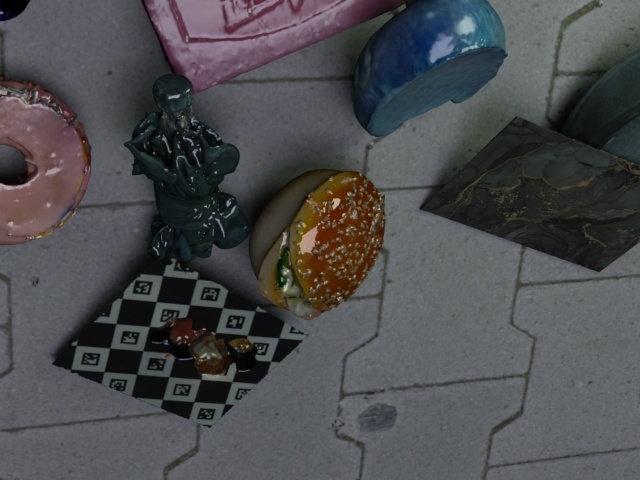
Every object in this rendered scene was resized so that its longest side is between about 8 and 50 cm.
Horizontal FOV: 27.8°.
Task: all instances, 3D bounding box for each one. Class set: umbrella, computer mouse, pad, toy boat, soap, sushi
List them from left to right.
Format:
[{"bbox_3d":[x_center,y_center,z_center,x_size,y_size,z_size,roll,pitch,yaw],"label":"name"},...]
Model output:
[{"bbox_3d":[-0.206,0.143,1.927,0.290,0.050,0.264,29,119,-32],"label":"sushi"},{"bbox_3d":[-0.177,-0.086,1.716,0.143,0.094,0.349,-27,150,-18],"label":"umbrella"},{"bbox_3d":[-0.060,-0.363,1.660,0.359,0.128,0.233,-24,120,-6],"label":"soap"},{"bbox_3d":[0.133,-0.249,1.723,0.215,0.330,0.123,-22,82,-3],"label":"toy boat"},{"bbox_3d":[0.369,-0.061,1.970,0.367,0.007,0.247,18,139,-27],"label":"pad"},{"bbox_3d":[0.513,-0.199,1.925,0.374,0.114,0.203,-36,135,24],"label":"computer mouse"}]

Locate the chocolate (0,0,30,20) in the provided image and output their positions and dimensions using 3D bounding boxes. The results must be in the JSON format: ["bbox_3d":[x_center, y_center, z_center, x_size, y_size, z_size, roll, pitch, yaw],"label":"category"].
[{"bbox_3d":[-0.535,-0.273,1.563,0.343,0.126,0.148,-24,160,3],"label":"chocolate"}]

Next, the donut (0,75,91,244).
[{"bbox_3d":[-0.403,-0.104,1.704,0.199,0.085,0.233,15,111,-25],"label":"donut"}]

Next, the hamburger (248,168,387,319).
[{"bbox_3d":[0.002,0.001,1.841,0.237,0.147,0.237,-34,146,-27],"label":"hamburger"}]
